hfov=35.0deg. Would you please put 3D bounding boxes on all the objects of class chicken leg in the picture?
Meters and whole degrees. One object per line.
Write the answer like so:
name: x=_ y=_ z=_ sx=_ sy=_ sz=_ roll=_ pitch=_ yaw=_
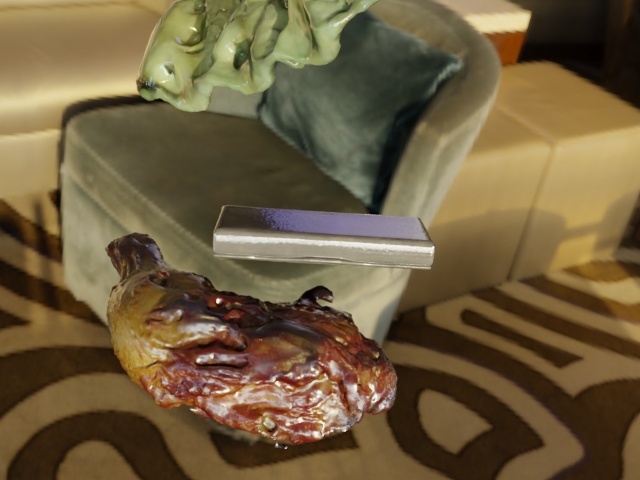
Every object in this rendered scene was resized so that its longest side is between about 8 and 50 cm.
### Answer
chicken leg: x=-0.080 y=0.068 z=0.847 sx=0.322 sy=0.083 sz=0.177 roll=13 pitch=31 yaw=21

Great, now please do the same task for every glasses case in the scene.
glasses case: x=0.002 y=0.000 z=0.900 sx=0.190 sy=0.042 sz=0.072 roll=4 pitch=13 yaw=-3

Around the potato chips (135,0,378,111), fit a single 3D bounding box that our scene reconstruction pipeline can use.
potato chips: x=0.030 y=-0.258 z=0.709 sx=0.097 sy=0.373 sz=0.389 roll=39 pitch=50 yaw=-14
